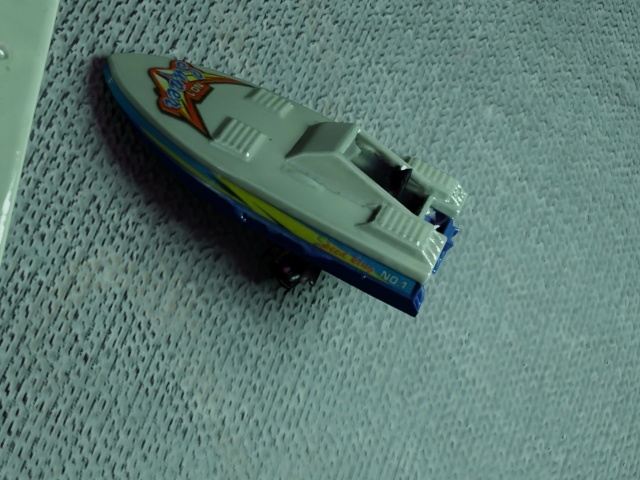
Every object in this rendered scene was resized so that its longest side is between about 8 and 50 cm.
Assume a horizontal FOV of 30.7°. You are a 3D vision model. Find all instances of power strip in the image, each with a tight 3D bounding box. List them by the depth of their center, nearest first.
[{"bbox_3d":[-0.245,-0.087,0.781,0.098,0.058,0.338,18,69,-30],"label":"power strip"}]

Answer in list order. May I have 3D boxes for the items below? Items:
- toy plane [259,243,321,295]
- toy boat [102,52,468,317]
[{"bbox_3d":[0.000,0.000,0.926,0.037,0.060,0.145,56,40,-10],"label":"toy plane"},{"bbox_3d":[-0.033,-0.062,0.865,0.295,0.088,0.129,29,38,3],"label":"toy boat"}]
